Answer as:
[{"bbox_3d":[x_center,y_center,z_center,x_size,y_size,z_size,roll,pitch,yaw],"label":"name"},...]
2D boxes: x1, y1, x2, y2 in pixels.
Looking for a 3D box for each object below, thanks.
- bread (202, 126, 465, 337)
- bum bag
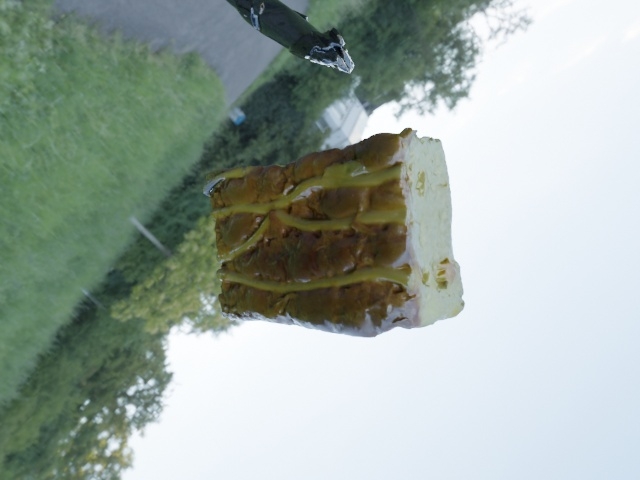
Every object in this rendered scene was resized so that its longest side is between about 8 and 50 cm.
[{"bbox_3d":[0.000,0.000,0.544,0.275,0.185,0.114,-3,-175,43],"label":"bread"},{"bbox_3d":[-0.042,-0.252,0.591,0.049,0.198,0.087,-55,175,32],"label":"bum bag"}]
